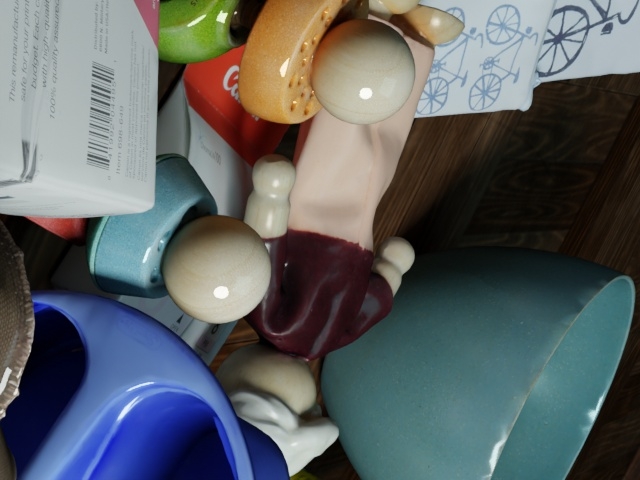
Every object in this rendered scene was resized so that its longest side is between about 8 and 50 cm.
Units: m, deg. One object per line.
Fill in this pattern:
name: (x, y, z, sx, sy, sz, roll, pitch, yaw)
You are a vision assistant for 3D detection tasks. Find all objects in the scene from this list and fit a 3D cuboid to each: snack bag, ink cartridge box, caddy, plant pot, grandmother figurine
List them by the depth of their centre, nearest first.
ink cartridge box: (-0.155, -0.099, 0.830, 0.218, 0.092, 0.159, 17, 73, -70)
caddy: (-0.168, 0.193, 1.069, 0.341, 0.241, 0.179, -60, 165, 1)
ink cartridge box: (-0.064, -0.036, 1.252, 0.232, 0.066, 0.189, -54, 159, -3)
grandmother figurine: (0.000, 0.000, 1.278, 0.208, 0.104, 0.342, 25, 81, -47)
snack bag: (0.188, -0.236, 1.416, 0.342, 0.037, 0.323, -9, 130, -37)
plant pot: (0.117, 0.120, 1.650, 0.290, 0.195, 0.290, -49, 155, -33)

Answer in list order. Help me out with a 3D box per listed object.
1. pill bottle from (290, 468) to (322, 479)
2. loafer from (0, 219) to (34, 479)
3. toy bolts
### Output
pill bottle: (0.008, 0.273, 1.602, 0.117, 0.208, 0.117, -47, 155, -29)
loafer: (-0.200, 0.085, 0.872, 0.130, 0.134, 0.366, -6, 155, -34)
toy bolts: (-0.068, -0.071, 1.047, 0.228, 0.158, 0.218, -60, 159, 3)
